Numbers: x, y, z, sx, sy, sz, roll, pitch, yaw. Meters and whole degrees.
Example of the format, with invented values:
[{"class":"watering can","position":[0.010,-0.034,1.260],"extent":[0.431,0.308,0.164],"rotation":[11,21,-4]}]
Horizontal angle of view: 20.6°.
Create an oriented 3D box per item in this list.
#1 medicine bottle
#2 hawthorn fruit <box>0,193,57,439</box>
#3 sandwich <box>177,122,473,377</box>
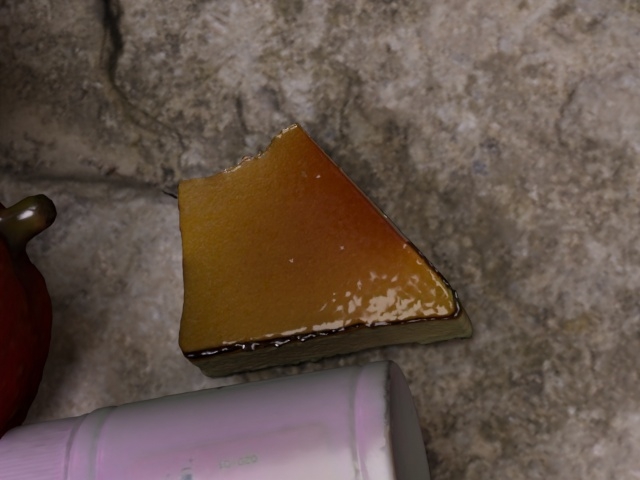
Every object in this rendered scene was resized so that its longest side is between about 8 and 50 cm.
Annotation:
[{"class":"medicine bottle","position":[-0.064,0.168,1.095],"extent":[0.254,0.152,0.152],"rotation":[-10,68,11]},{"class":"hawthorn fruit","position":[-0.299,0.064,1.125],"extent":[0.307,0.265,0.265],"rotation":[-37,65,11]},{"class":"sandwich","position":[0.000,0.000,1.193],"extent":[0.193,0.058,0.162],"rotation":[-9,67,14]}]
